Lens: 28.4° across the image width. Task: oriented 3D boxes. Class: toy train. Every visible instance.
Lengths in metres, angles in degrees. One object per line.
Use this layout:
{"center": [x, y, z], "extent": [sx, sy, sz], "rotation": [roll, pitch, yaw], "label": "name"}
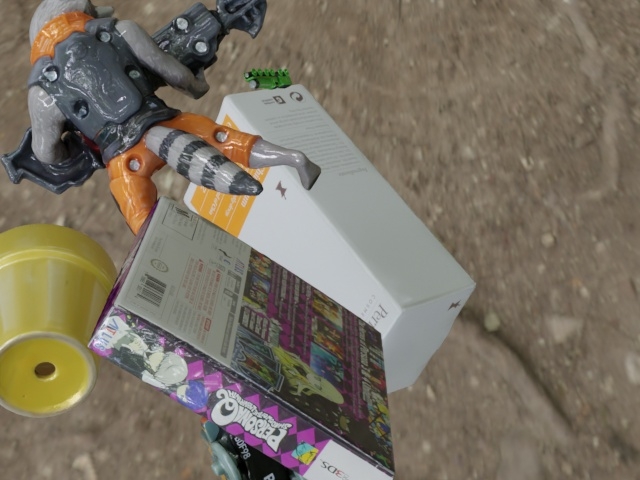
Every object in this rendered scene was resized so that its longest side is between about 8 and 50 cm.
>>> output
{"center": [-0.061, -0.187, 1.467], "extent": [0.017, 0.083, 0.023], "rotation": [-21, 86, 32], "label": "toy train"}
{"center": [-0.095, 0.382, 2.002], "extent": [0.142, 0.190, 0.333], "rotation": [-30, 111, -18], "label": "toy train"}

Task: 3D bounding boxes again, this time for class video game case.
{"center": [-0.047, 0.069, 0.888], "extent": [0.210, 0.232, 0.041], "rotation": [32, 106, -11], "label": "video game case"}

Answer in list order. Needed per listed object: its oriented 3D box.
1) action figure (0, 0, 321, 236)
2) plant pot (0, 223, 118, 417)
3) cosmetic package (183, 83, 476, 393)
{"center": [-0.153, -0.151, 1.269], "extent": [0.330, 0.178, 0.341], "rotation": [42, 79, 11], "label": "action figure"}
{"center": [-0.431, 0.139, 1.959], "extent": [0.254, 0.239, 0.254], "rotation": [-6, 122, -10], "label": "plant pot"}
{"center": [0.000, 0.000, 1.893], "extent": [0.453, 0.162, 0.230], "rotation": [50, 134, 27], "label": "cosmetic package"}
